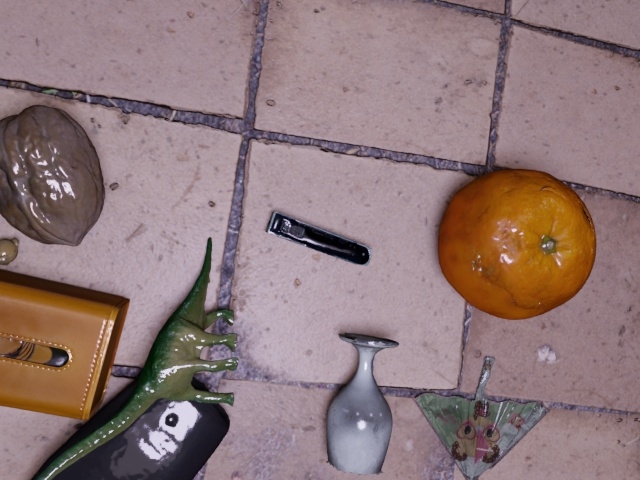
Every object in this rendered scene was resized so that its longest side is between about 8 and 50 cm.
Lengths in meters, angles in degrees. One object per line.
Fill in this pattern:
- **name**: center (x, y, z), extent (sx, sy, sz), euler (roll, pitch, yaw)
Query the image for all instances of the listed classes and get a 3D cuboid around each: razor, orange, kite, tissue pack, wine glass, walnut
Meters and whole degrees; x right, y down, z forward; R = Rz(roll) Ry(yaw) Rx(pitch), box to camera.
- **razor**: center (-0.326, 0.375, 0.893), extent (0.204, 0.113, 0.349), euler (43, 81, -5)
- **orange**: center (0.363, 0.007, 0.991), extent (0.284, 0.226, 0.283), euler (0, 92, -8)
- **kite**: center (0.330, 0.373, 1.088), extent (0.323, 0.013, 0.267), euler (7, 89, -14)
- **tissue pack**: center (-0.477, 0.159, 0.850), extent (0.275, 0.145, 0.194), euler (14, 84, -13)
- **wine glass**: center (0.076, 0.297, 0.978), extent (0.127, 0.126, 0.241), euler (9, 86, -12)
- **walnut**: center (-0.442, -0.097, 0.852), extent (0.178, 0.178, 0.230), euler (-22, 98, -12)

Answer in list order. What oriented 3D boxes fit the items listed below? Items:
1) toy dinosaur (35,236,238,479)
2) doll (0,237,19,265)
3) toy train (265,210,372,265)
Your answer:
- **toy dinosaur**: center (-0.287, 0.192, 0.852), extent (0.301, 0.087, 0.447), euler (1, 58, -15)
- **doll**: center (-0.556, 0.012, 0.878), extent (0.093, 0.051, 0.061), euler (21, 45, -22)
- **toy train**: center (0.000, 0.000, 1.002), extent (0.208, 0.047, 0.043), euler (20, 86, -12)
